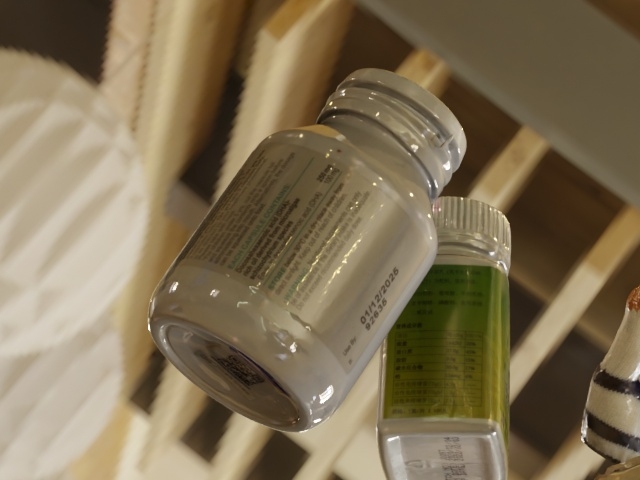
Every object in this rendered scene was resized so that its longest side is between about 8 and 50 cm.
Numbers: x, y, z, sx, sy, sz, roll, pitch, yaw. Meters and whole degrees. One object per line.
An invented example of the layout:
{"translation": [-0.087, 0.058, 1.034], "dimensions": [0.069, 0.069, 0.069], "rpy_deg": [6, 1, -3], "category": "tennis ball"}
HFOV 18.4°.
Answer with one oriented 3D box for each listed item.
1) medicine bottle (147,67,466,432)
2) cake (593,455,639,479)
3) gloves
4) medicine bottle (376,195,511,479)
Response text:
{"translation": [0.000, 0.000, 1.231], "dimensions": [0.135, 0.215, 0.135], "rpy_deg": [28, -24, 14], "category": "medicine bottle"}
{"translation": [0.171, 0.176, 0.483], "dimensions": [0.159, 0.158, 0.262], "rpy_deg": [24, -46, 70], "category": "cake"}
{"translation": [0.337, 0.116, 1.844], "dimensions": [0.140, 0.218, 0.131], "rpy_deg": [33, 14, 15], "category": "gloves"}
{"translation": [0.087, 0.071, 1.363], "dimensions": [0.088, 0.188, 0.132], "rpy_deg": [-1, -29, 9], "category": "medicine bottle"}
